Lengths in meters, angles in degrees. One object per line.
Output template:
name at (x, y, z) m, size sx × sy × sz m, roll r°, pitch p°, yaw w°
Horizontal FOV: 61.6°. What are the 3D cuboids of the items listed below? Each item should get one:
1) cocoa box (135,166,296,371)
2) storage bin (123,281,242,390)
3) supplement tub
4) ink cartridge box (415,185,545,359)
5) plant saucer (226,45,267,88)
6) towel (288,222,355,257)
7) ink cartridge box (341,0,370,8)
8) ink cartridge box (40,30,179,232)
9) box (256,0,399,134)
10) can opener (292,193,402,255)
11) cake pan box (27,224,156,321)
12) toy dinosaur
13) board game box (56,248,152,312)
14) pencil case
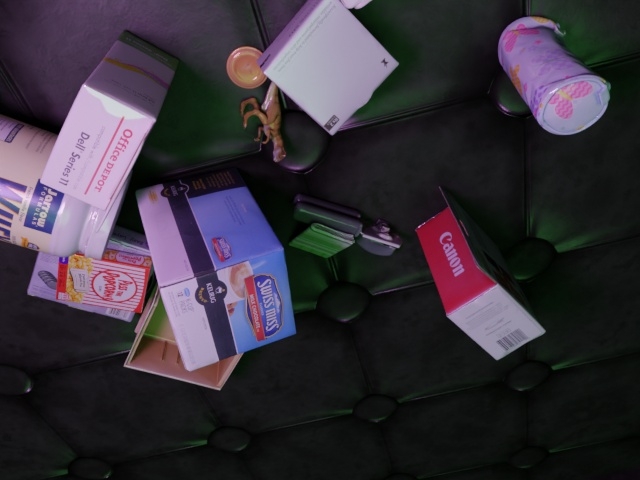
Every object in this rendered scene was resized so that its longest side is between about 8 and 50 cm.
cocoa box at (-0.218, 0.041, 1.101) m, size 0.228 × 0.347 × 0.231 m, roll -17°, pitch 128°, yaw -16°
storage bin at (-0.333, 0.236, 1.401) m, size 0.263 × 0.123 × 0.260 m, roll 21°, pitch 122°, yaw -19°
supplement tub at (-0.562, -0.103, 1.053) m, size 0.325 × 0.235 × 0.235 m, roll 19°, pitch 123°, yaw -19°
ink cartridge box at (0.334, 0.065, 1.221) m, size 0.130 × 0.309 × 0.272 m, roll -38°, pitch 121°, yaw 21°
plant saucer at (-0.143, -0.339, 1.056) m, size 0.084 × 0.013 × 0.083 m, roll -3°, pitch 128°, yaw -4°
towel at (0.000, 0.000, 1.275) m, size 0.113 × 0.023 × 0.152 m, roll 21°, pitch 157°, yaw -19°
ink cartridge box at (0.044, -0.596, 0.789) m, size 0.279 × 0.160 × 0.384 m, roll -31°, pitch 123°, yaw 17°
ink cartridge box at (-0.361, -0.199, 0.926) m, size 0.119 × 0.353 × 0.207 m, roll 26°, pitch 120°, yaw -23°
box at (0.010, -0.329, 0.993) m, size 0.182 × 0.119 × 0.181 m, roll 37°, pitch 104°, yaw -28°
can opener at (0.061, -0.024, 1.274) m, size 0.284 × 0.076 × 0.095 m, roll 16°, pitch 123°, yaw -15°
cake pan box at (-0.534, 0.066, 1.288) m, size 0.267 × 0.070 × 0.245 m, roll 20°, pitch 124°, yaw -19°
toy dinosaur at (-0.105, -0.269, 1.097) m, size 0.113 × 0.064 × 0.211 m, roll -5°, pitch 116°, yaw -17°
board game box at (-0.498, 0.087, 1.238) m, size 0.194 × 0.045 × 0.146 m, roll 12°, pitch 125°, yaw -15°
pencil case at (0.417, -0.307, 0.979) m, size 0.124 × 0.273 × 0.113 m, roll -12°, pitch 133°, yaw 10°
